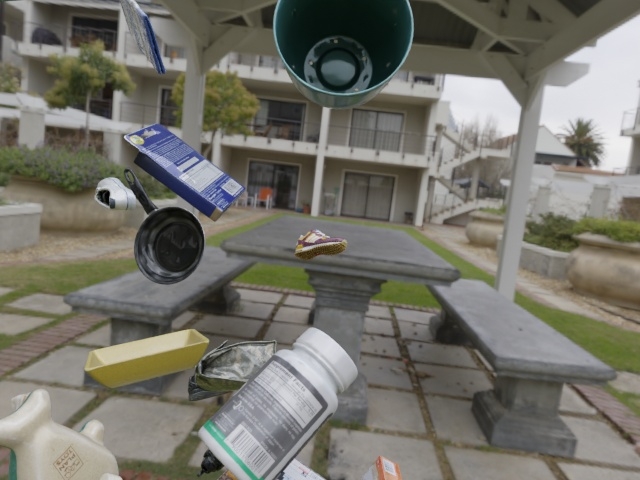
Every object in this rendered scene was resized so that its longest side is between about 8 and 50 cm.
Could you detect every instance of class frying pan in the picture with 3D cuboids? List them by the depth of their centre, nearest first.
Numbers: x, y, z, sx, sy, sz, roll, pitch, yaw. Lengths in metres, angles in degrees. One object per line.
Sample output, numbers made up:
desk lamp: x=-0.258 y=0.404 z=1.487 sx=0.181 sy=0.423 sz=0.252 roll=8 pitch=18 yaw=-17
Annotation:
frying pan: x=-0.425 y=-0.022 z=1.248 sx=0.326 sy=0.197 sz=0.053 roll=34 pitch=0 yaw=17

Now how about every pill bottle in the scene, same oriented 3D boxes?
pill bottle: x=-0.090 y=0.393 z=1.163 sx=0.361 sy=0.204 sz=0.204 roll=-42 pitch=32 yaw=-24

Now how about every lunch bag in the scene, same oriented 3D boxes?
lunch bag: x=-0.318 y=0.461 z=1.790 sx=0.287 sy=0.169 sz=0.235 roll=0 pitch=-24 yaw=-17

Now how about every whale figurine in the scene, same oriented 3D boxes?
whale figurine: x=-0.472 y=0.390 z=0.842 sx=0.141 sy=0.272 sz=0.216 roll=-9 pitch=23 yaw=26

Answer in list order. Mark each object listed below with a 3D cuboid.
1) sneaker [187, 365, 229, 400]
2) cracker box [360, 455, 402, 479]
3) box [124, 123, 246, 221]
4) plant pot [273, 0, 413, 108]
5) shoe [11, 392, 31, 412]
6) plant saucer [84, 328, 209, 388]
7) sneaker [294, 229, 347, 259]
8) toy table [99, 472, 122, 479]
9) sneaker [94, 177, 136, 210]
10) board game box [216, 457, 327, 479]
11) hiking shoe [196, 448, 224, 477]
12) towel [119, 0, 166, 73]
sneaker: x=-0.432 y=0.564 z=1.988 sx=0.227 sy=0.130 sz=0.087 roll=0 pitch=-13 yaw=-39
cracker box: x=0.124 y=0.697 z=1.255 sx=0.067 sy=0.232 sz=0.156 roll=30 pitch=14 yaw=-11
box: x=-0.266 y=-0.138 z=0.966 sx=0.225 sy=0.036 sz=0.136 roll=38 pitch=26 yaw=-6
plant pot: x=0.045 y=-0.439 z=1.132 sx=0.293 sy=0.293 sz=0.235 roll=6 pitch=-2 yaw=-1
shoe: x=-0.818 y=0.534 z=1.383 sx=0.058 sy=0.219 sz=0.076 roll=-8 pitch=7 yaw=-2
plant saucer: x=-0.523 y=0.358 z=1.490 sx=0.332 sy=0.081 sz=0.333 roll=-9 pitch=0 yaw=-23
sneaker: x=0.000 y=0.000 z=1.449 sx=0.185 sy=0.084 sz=0.069 roll=-12 pitch=-33 yaw=35
toy table: x=-0.325 y=0.477 z=0.709 sx=0.161 sy=0.252 sz=0.274 roll=-24 pitch=-60 yaw=42
sneaker: x=-0.713 y=-0.160 z=1.648 sx=0.091 sy=0.094 sz=0.258 roll=-2 pitch=14 yaw=-43
board game box: x=-0.146 y=0.669 z=1.222 sx=0.232 sy=0.141 sz=0.291 roll=29 pitch=17 yaw=17
hiking shoe: x=-0.267 y=0.590 z=1.366 sx=0.086 sy=0.227 sz=0.114 roll=38 pitch=35 yaw=5
towel: x=-0.585 y=-0.693 z=1.595 sx=0.034 sy=0.209 sz=0.285 roll=-26 pitch=55 yaw=-19
